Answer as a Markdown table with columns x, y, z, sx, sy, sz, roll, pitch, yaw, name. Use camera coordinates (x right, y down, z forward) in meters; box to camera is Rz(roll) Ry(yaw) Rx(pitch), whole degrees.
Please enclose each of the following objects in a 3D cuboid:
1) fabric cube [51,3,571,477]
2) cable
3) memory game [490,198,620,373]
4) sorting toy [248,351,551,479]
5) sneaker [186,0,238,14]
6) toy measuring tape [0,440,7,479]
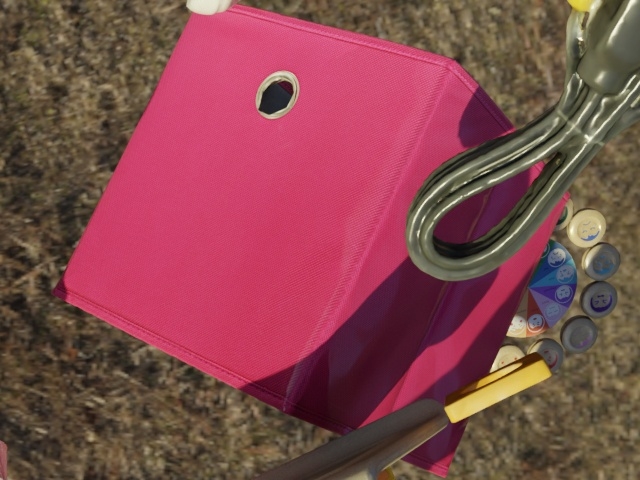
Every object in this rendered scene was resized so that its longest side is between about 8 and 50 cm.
| x | y | z | sx | sy | sz | roll | pitch | yaw | name |
| --- | --- | --- | --- | --- | --- | --- | --- | --- | --- |
| 0.000 | 0.000 | 0.875 | 0.259 | 0.254 | 0.258 | 34 | 80 | -53 | fabric cube |
| 0.157 | -0.091 | 0.615 | 0.139 | 0.287 | 0.072 | 21 | 32 | -15 | cable |
| 0.191 | 0.044 | 1.016 | 0.186 | 0.012 | 0.186 | -4 | 108 | -14 | memory game |
| -0.015 | 0.163 | 0.652 | 0.047 | 0.347 | 0.196 | 63 | 17 | 5 | sorting toy |
| -0.043 | -0.217 | 0.825 | 0.094 | 0.080 | 0.212 | 16 | 29 | -5 | sneaker |
| -0.258 | 0.057 | 0.687 | 0.121 | 0.121 | 0.330 | -64 | 143 | -27 | toy measuring tape |
